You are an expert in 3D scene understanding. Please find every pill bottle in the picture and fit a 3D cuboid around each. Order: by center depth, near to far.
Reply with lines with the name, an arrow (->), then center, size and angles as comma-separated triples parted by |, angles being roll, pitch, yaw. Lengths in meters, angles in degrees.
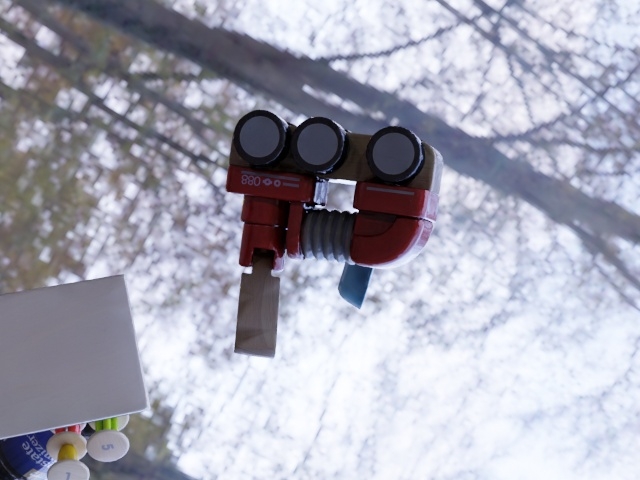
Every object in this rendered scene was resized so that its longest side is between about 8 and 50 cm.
pill bottle -> -0.456, 0.326, 2.242 | 0.219, 0.122, 0.123 | -37, -146, 31

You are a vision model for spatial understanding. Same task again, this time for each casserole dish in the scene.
casserole dish -> 0.049, 0.023, 1.643 | 0.188, 0.037, 0.114 | -14, 120, -87

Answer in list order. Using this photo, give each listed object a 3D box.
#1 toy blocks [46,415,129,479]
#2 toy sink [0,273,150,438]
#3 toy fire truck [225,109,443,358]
toy blocks -> -0.299, 0.231, 1.739 | 0.123, 0.054, 0.148 | -37, -145, 16
toy sink -> -0.319, 0.137, 1.493 | 0.131, 0.234, 0.153 | 145, -66, -75
toy fire truck -> 0.000, 0.000, 1.396 | 0.158, 0.217, 0.246 | 11, 87, -77
